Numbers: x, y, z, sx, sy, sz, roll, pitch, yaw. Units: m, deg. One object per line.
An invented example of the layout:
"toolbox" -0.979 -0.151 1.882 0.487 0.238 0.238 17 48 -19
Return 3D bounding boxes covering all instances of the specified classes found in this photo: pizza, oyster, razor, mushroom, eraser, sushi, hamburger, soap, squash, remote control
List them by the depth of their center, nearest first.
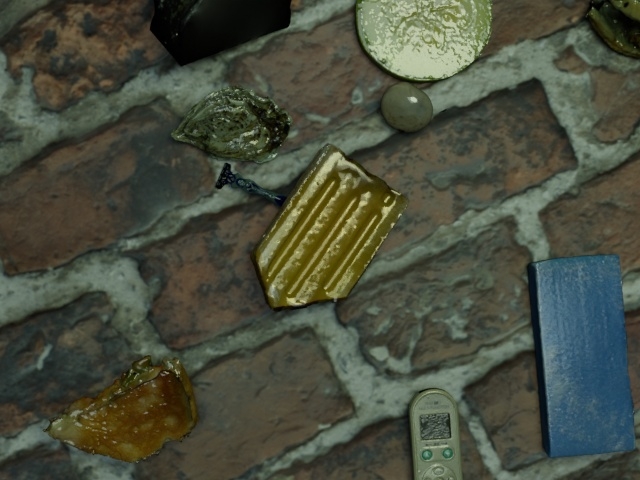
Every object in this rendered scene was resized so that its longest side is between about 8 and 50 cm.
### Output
"sushi" -0.154 -0.425 1.011 0.215 0.227 0.212 -32 72 -32
"hamburger" 0.577 -0.372 1.064 0.288 0.167 0.192 -35 89 -2
"soap" 0.000 0.000 1.083 0.160 0.080 0.258 35 89 -10
"pizza" -0.295 0.270 1.092 0.226 0.069 0.147 -31 112 2
"oyster" -0.137 -0.182 1.102 0.177 0.064 0.125 16 104 -11
"mushroom" 0.139 -0.216 1.108 0.085 0.085 0.079 32 46 -1
"remote control" 0.183 0.344 1.113 0.078 0.042 0.222 -4 89 -1
"razor" -0.090 -0.074 1.115 0.154 0.028 0.044 24 89 -1
"squash" 0.164 -0.358 1.117 0.219 0.041 0.220 0 90 -1
"eraser" 0.415 0.181 1.119 0.144 0.042 0.312 -5 90 -1
